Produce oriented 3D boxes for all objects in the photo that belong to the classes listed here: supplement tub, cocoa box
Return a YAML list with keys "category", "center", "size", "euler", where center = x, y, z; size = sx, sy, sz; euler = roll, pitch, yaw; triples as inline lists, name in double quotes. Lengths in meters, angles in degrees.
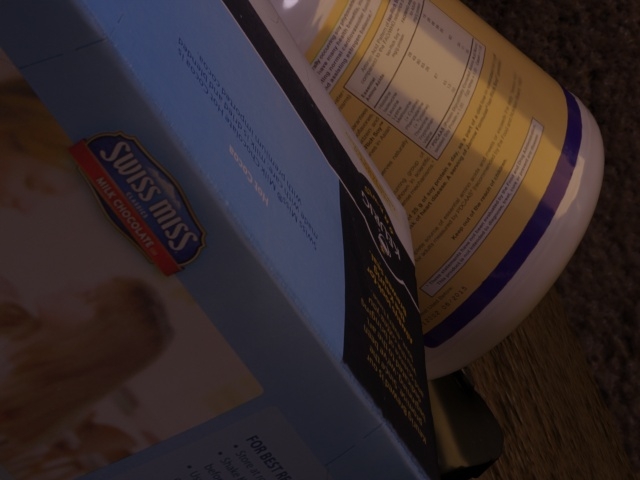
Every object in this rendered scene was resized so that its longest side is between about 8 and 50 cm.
- category: "supplement tub"
  center: [-0.001, -0.083, 1.181]
  size: [0.331, 0.241, 0.241]
  euler: [37, 25, -21]
- category: "cocoa box"
  center: [-0.125, -0.020, 0.785]
  size: [0.347, 0.231, 0.228]
  euler: [55, 18, -34]

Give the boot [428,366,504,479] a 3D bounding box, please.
- category: "boot"
  center: [0.001, 0.000, 1.419]
  size: [0.367, 0.146, 0.445]
  euler: [11, 60, -70]
